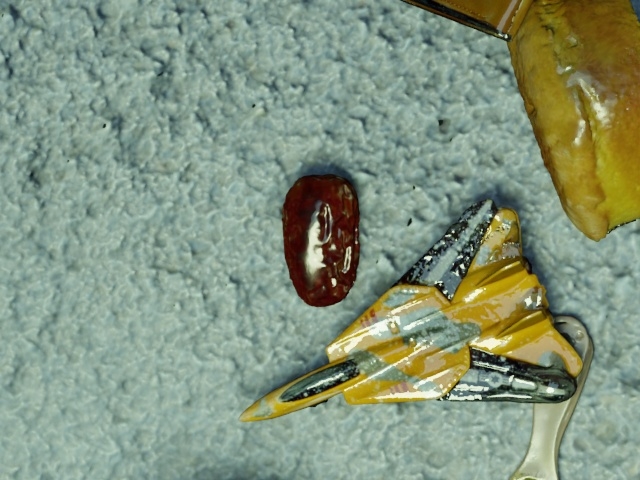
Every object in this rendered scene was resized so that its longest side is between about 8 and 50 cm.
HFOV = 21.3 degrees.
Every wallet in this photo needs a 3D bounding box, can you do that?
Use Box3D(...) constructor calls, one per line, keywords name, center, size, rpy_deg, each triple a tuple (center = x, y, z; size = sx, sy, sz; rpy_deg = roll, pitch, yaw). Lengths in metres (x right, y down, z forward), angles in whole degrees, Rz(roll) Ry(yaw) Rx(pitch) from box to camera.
Box3D(name="wallet", center=(0.147, -0.288, 1.625), size=(0.195, 0.042, 0.161), rpy_deg=(29, 93, 38))

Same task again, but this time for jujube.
Box3D(name="jujube", center=(0.000, 0.000, 1.647), size=(0.077, 0.077, 0.129), rpy_deg=(1, 94, 11))

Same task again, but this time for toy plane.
Box3D(name="toy plane", center=(0.072, 0.109, 1.614), size=(0.316, 0.103, 0.204), rpy_deg=(-25, 79, 14))

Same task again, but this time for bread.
Box3D(name="bread", center=(0.254, -0.138, 1.579), size=(0.129, 0.134, 0.260), rpy_deg=(-19, 82, 7))

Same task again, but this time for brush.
Box3D(name="brush", center=(0.203, 0.222, 1.594), size=(0.072, 0.067, 0.313), rpy_deg=(13, 85, 12))
